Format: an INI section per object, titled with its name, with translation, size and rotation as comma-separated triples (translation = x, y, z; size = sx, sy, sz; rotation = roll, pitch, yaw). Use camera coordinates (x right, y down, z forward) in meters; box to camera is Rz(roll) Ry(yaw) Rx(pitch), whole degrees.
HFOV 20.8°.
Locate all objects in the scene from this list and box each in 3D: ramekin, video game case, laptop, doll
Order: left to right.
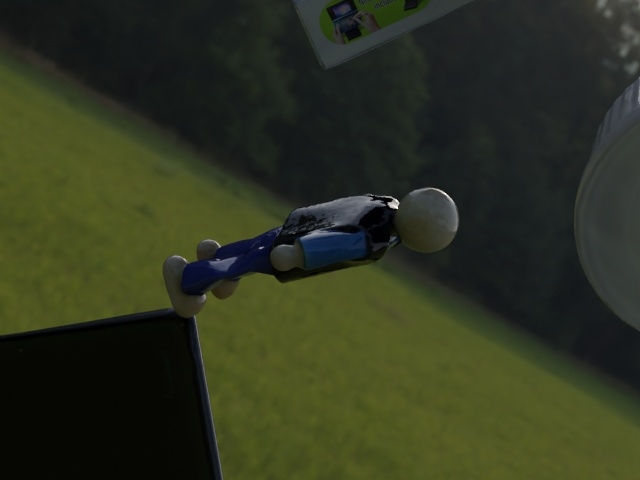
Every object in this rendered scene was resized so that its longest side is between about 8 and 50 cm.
[laptop]
translation = -0.185, 0.252, 1.300
size = 0.408, 0.382, 0.236
rotation = -10, 0, 26
[doll]
translation = 0.000, 0.000, 1.040
size = 0.189, 0.046, 0.129
rotation = -15, 9, 35
[video game case]
translation = 0.093, -0.236, 1.423
size = 0.269, 0.244, 0.061
rotation = -104, 170, -75
[ramekin]
translation = 0.354, -0.045, 1.499
size = 0.273, 0.273, 0.127
rotation = 28, 30, -11
